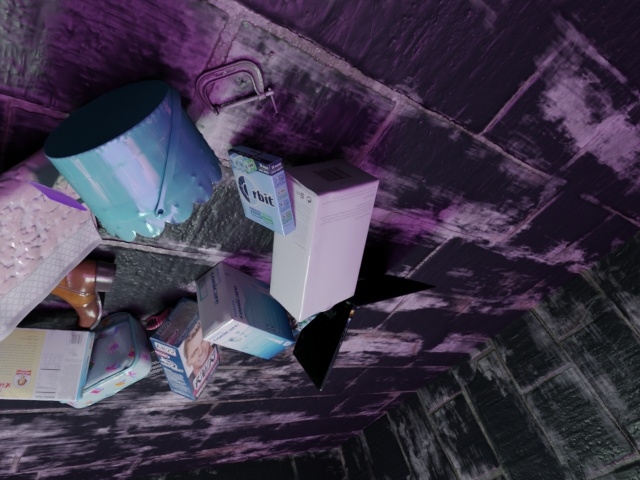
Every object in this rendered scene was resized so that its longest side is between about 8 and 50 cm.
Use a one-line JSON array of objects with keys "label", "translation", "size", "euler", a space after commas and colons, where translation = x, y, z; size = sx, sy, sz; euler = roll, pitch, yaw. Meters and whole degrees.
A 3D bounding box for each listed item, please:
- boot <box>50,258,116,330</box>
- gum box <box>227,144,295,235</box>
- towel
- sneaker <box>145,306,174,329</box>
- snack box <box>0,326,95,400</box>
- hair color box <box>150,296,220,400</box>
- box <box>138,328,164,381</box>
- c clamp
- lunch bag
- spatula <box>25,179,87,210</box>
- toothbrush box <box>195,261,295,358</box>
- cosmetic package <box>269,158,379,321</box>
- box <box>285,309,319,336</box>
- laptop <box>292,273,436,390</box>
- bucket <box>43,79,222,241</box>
[{"label": "boot", "translation": [-0.715, 0.136, 1.102], "size": [0.280, 0.096, 0.264], "euler": [12, 134, -33]}, {"label": "gum box", "translation": [-0.137, -0.118, 0.987], "size": [0.041, 0.156, 0.185], "euler": [-35, 132, -31]}, {"label": "towel", "translation": [-0.582, -0.003, 0.841], "size": [0.053, 0.332, 0.317], "euler": [22, 136, 5]}, {"label": "sneaker", "translation": [-0.520, 0.265, 1.392], "size": [0.119, 0.047, 0.057], "euler": [-25, 153, 6]}, {"label": "snack box", "translation": [-0.814, 0.335, 1.154], "size": [0.321, 0.187, 0.060], "euler": [6, 165, -10]}, {"label": "hair color box", "translation": [-0.439, 0.372, 1.410], "size": [0.105, 0.174, 0.348], "euler": [16, 136, 13]}, {"label": "box", "translation": [-0.640, 0.404, 1.446], "size": [0.260, 0.103, 0.184], "euler": [-16, 146, -7]}, {"label": "c clamp", "translation": [-0.175, -0.307, 0.886], "size": [0.160, 0.022, 0.137], "euler": [-16, 142, -8]}, {"label": "lunch bag", "translation": [-0.675, 0.359, 1.287], "size": [0.278, 0.224, 0.108], "euler": [-26, 148, -4]}, {"label": "spatula", "translation": [-0.485, -0.080, 0.877], "size": [0.084, 0.296, 0.031], "euler": [19, 89, -1]}, {"label": "toothbrush box", "translation": [-0.238, 0.229, 1.338], "size": [0.126, 0.217, 0.295], "euler": [-35, 141, 16]}, {"label": "cosmetic package", "translation": [0.000, 0.000, 1.113], "size": [0.217, 0.156, 0.386], "euler": [-18, 132, -38]}, {"label": "box", "translation": [-0.065, 0.202, 1.432], "size": [0.044, 0.159, 0.233], "euler": [19, 127, -38]}, {"label": "laptop", "translation": [0.122, 0.274, 1.398], "size": [0.236, 0.382, 0.409], "euler": [24, 85, -14]}, {"label": "bucket", "translation": [-0.343, -0.158, 0.789], "size": [0.280, 0.281, 0.183], "euler": [-22, 134, 1]}]
